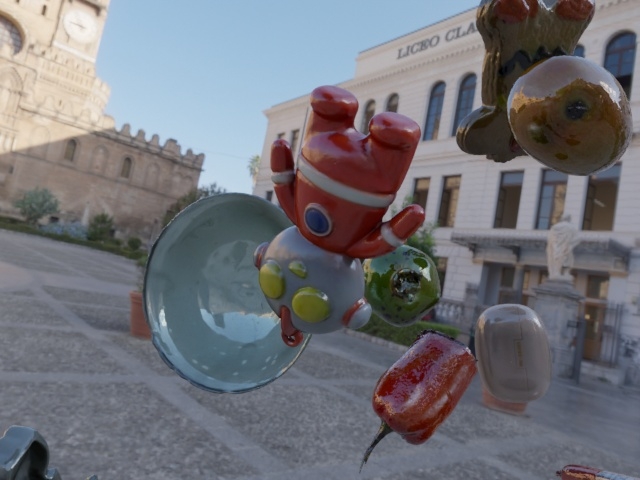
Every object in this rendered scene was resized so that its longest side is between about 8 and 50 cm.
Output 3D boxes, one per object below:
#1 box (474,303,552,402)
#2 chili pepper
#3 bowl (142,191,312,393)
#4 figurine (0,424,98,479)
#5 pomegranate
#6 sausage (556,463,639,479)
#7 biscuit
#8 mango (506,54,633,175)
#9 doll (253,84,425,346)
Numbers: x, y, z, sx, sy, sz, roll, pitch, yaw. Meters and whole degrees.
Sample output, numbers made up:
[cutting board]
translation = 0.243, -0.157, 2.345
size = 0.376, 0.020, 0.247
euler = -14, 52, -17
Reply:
[box]
translation = 0.399, 0.233, 0.982
size = 0.146, 0.200, 0.088
euler = -7, -8, 15
[chili pepper]
translation = 0.105, 0.199, 0.573
size = 0.084, 0.192, 0.086
euler = 46, -17, -13
[bowl]
translation = -0.129, 0.084, 0.800
size = 0.313, 0.313, 0.146
euler = 9, -3, 17
[figurine]
translation = -0.336, 0.360, 0.451
size = 0.167, 0.342, 0.285
euler = -6, -19, 9
[pomegranate]
translation = 0.150, 0.084, 0.882
size = 0.159, 0.159, 0.205
euler = 10, -5, 3
[sausage]
translation = 0.326, 0.252, 0.461
size = 0.034, 0.034, 0.253
euler = 12, -18, -12
[biscuit]
translation = 0.499, -0.378, 1.106
size = 0.368, 0.394, 0.076
euler = -11, 30, -23
[mango]
translation = 0.455, -0.214, 0.864
size = 0.211, 0.173, 0.317
euler = 50, 22, 27
[doll]
translation = 0.000, 0.000, 0.557
size = 0.200, 0.336, 0.105
euler = 30, 33, 19
